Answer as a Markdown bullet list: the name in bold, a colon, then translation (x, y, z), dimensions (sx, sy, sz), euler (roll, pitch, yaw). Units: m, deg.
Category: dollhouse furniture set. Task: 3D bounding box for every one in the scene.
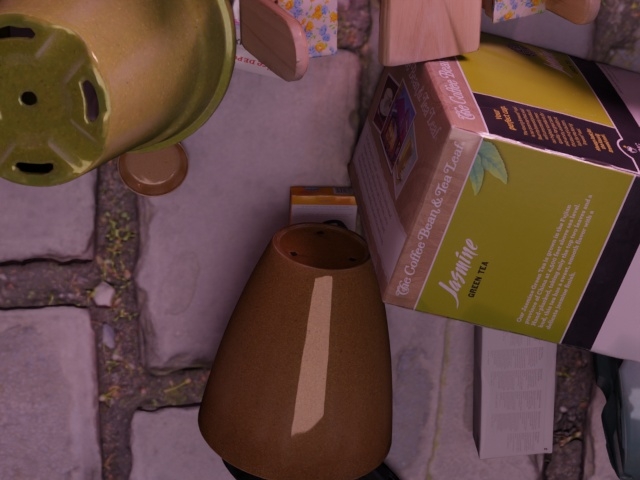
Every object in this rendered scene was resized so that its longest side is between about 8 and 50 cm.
- **dollhouse furniture set**: translation (0.131, -0.356, 1.634), dimensions (0.362, 0.256, 0.394), euler (-13, 119, -23)

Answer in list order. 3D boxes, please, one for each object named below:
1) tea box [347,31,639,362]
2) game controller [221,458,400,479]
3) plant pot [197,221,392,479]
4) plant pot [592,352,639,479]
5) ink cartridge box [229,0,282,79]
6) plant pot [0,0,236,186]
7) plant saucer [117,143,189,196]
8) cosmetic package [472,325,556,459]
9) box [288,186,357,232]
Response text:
- **tea box**: translation (0.226, -0.066, 1.820), dimensions (0.324, 0.329, 0.220), euler (14, 116, -13)
- **game controller**: translation (0.013, 0.334, 2.171), dimensions (0.166, 0.067, 0.319), euler (-28, 118, 24)
- **plant pot**: translation (-0.013, 0.117, 1.938), dimensions (0.237, 0.237, 0.254), euler (4, 119, -9)
- **plant pot**: translation (0.508, 0.148, 1.982), dimensions (0.334, 0.341, 0.341), euler (-6, 119, 3)
- **ink cartridge box**: translation (-0.062, -0.248, 1.822), dimensions (0.092, 0.090, 0.143), euler (12, 115, -13)
- **plant pot**: translation (-0.253, -0.180, 1.695), dimensions (0.276, 0.254, 0.276), euler (5, 114, 13)
- **plant saucer**: translation (-0.196, -0.091, 1.932), dimensions (0.083, 0.015, 0.083), euler (-3, 119, -5)
- **cosmetic package**: translation (0.247, 0.163, 2.098), dimensions (0.099, 0.060, 0.239), euler (-3, 119, -3)
- **box**: translation (0.000, 0.000, 2.000), dimensions (0.081, 0.028, 0.136), euler (1, 120, -7)
